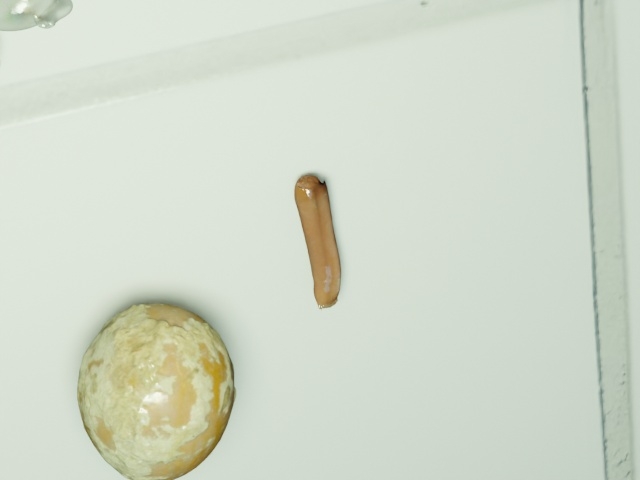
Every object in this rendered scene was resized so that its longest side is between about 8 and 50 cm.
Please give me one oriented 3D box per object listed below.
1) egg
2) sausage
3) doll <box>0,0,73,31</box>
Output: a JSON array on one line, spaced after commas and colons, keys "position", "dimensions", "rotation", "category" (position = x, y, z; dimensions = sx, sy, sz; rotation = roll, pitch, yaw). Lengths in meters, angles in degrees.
[{"position": [-0.197, 0.184, 2.029], "dimensions": [0.195, 0.195, 0.233], "rotation": [-10, 124, -9], "category": "egg"}, {"position": [-0.001, 0.000, 2.056], "dimensions": [0.040, 0.047, 0.176], "rotation": [-6, 122, 7], "category": "sausage"}, {"position": [-0.430, -0.202, 1.797], "dimensions": [0.384, 0.099, 0.188], "rotation": [-24, 125, 8], "category": "doll"}]
